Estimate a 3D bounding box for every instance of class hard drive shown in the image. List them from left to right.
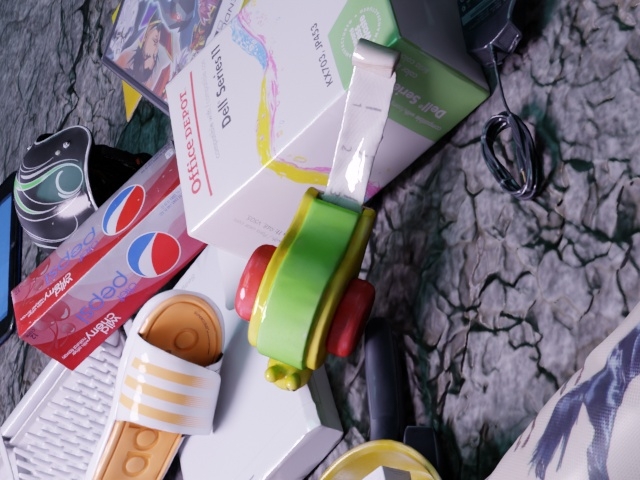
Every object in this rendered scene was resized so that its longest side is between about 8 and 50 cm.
[{"bbox_3d":[-0.080,0.128,1.433,0.203,0.040,0.307,-50,38,28],"label":"hard drive"}]

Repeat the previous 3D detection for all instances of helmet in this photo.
[{"bbox_3d":[-0.292,-0.056,1.770,0.161,0.169,0.169,-15,62,37],"label":"helmet"}]

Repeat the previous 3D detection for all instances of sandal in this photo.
[{"bbox_3d":[-0.149,0.176,1.390,0.076,0.102,0.265,44,118,54],"label":"sandal"}]

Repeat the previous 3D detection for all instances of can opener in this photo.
[{"bbox_3d":[0.059,0.148,1.201,0.059,0.073,0.186,81,-178,-50],"label":"can opener"}]

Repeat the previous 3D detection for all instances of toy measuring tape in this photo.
[{"bbox_3d":[0.000,0.000,1.207,0.121,0.121,0.330,-117,35,-50],"label":"toy measuring tape"}]

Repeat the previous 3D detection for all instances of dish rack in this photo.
[{"bbox_3d":[-0.272,0.248,1.626,0.333,0.072,0.285,-52,32,14],"label":"dish rack"}]

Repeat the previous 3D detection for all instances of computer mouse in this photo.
[{"bbox_3d":[0.156,-0.141,1.196,0.071,0.041,0.242,-31,56,48],"label":"computer mouse"}]

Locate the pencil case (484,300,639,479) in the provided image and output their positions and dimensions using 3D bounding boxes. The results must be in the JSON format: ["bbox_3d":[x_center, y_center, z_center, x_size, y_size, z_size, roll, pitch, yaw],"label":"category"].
[{"bbox_3d":[0.206,0.145,0.832,0.410,0.183,0.160,-56,17,26],"label":"pencil case"}]

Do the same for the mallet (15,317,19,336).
[{"bbox_3d":[-0.351,0.057,1.945,0.190,0.039,0.062,-46,37,31],"label":"mallet"}]

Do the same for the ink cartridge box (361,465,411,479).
[{"bbox_3d":[0.046,0.207,1.025,0.048,0.028,0.083,-43,42,38],"label":"ink cartridge box"}]

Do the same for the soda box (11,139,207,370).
[{"bbox_3d":[-0.220,0.018,1.608,0.263,0.083,0.092,-42,36,12],"label":"soda box"}]

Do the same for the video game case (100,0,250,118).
[{"bbox_3d":[-0.140,-0.267,1.586,0.275,0.035,0.248,38,112,51],"label":"video game case"}]

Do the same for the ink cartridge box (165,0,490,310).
[{"bbox_3d":[-0.028,-0.117,1.348,0.353,0.119,0.207,-41,42,29],"label":"ink cartridge box"}]

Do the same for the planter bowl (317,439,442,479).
[{"bbox_3d":[0.065,0.263,1.082,0.217,0.090,0.217,-32,49,46],"label":"planter bowl"}]

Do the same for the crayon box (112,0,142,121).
[{"bbox_3d":[-0.134,-0.302,1.706,0.318,0.081,0.202,-48,39,35],"label":"crayon box"}]

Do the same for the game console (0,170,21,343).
[{"bbox_3d":[-0.574,0.053,2.189,0.173,0.250,0.293,101,165,-54],"label":"game console"}]
